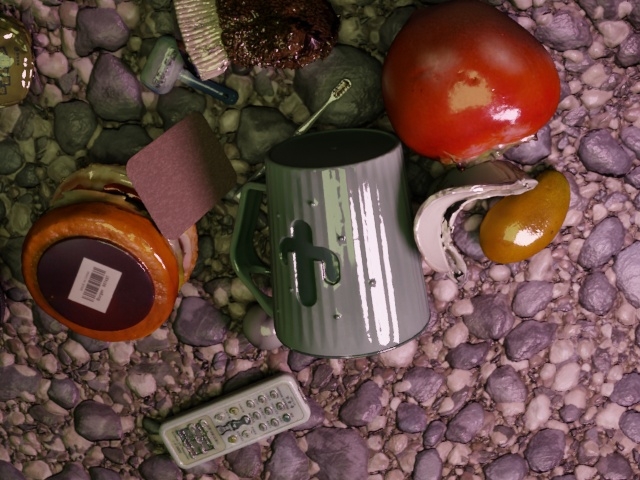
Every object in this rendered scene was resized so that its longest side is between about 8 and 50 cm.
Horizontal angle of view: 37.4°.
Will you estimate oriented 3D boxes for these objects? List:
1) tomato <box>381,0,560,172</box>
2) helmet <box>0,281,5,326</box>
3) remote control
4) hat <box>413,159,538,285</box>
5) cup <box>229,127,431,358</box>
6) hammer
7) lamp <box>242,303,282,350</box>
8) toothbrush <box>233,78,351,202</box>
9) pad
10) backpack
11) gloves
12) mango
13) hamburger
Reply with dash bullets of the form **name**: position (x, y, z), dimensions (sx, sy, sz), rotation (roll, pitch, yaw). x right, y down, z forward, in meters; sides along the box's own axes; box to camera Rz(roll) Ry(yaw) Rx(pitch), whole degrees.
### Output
- **tomato**: position (0.265, -0.291, 1.728), dimensions (0.321, 0.321, 0.322), rotation (1, 110, 1)
- **helmet**: position (-0.769, 0.116, 1.978), dimensions (0.230, 0.160, 0.279), rotation (-1, 98, 2)
- **remote control**: position (-0.192, 0.399, 2.112), dimensions (0.335, 0.065, 0.128), rotation (-23, 110, 9)
- **hat**: position (0.247, -0.062, 1.798), dimensions (0.168, 0.301, 0.258), rotation (42, 109, 26)
- **cup**: position (0.001, 0.009, 1.832), dimensions (0.400, 0.310, 0.393), rotation (-5, 111, 5)
- **hammer**: position (-0.250, -0.320, 1.862), dimensions (0.193, 0.069, 0.116), rotation (24, 108, -16)
- **lamp**: position (-0.114, 0.181, 2.012), dimensions (0.105, 0.105, 0.105), rotation (1, 110, 1)
- **toothbrush**: position (-0.058, -0.199, 1.912), dimensions (0.025, 0.030, 0.342), rotation (43, 107, -8)
- **pad**: position (-0.264, -0.129, 1.834), dimensions (0.002, 0.266, 0.176), rotation (-16, 111, 37)
- **backpack**: position (-0.676, -0.351, 1.823), dimensions (0.253, 0.140, 0.207), rotation (4, 110, -7)
- **gloves**: position (-0.117, -0.403, 1.770), dimensions (0.312, 0.135, 0.210), rotation (-14, 65, 1)
- **mango**: position (0.421, -0.045, 1.924), dimensions (0.136, 0.099, 0.227), rotation (43, 97, -6)
- **hamburger**: position (-0.412, 0.020, 1.873), dimensions (0.329, 0.250, 0.330), rotation (4, 128, 5)
